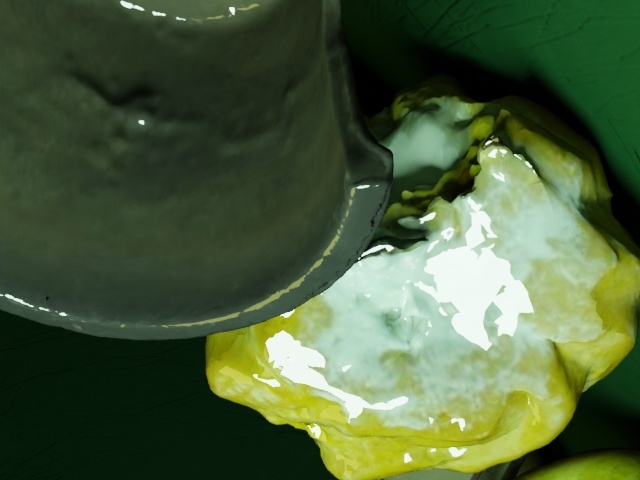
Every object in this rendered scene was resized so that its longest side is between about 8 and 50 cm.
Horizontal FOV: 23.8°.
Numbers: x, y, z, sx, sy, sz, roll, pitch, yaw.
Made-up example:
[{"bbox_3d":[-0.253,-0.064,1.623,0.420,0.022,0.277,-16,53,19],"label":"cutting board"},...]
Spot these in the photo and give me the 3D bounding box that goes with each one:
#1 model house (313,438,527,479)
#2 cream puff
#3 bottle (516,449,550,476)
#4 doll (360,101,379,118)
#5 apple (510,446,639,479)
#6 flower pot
[{"bbox_3d":[0.153,0.194,1.597,0.205,0.218,0.279,25,167,35],"label":"model house"},{"bbox_3d":[0.073,0.029,1.124,0.270,0.323,0.274,-76,-30,-74],"label":"cream puff"},{"bbox_3d":[0.230,0.337,1.918,0.171,0.171,0.351,41,166,32],"label":"bottle"},{"bbox_3d":[0.000,0.000,1.396,0.240,0.284,0.310,-4,140,18],"label":"doll"},{"bbox_3d":[0.259,0.356,1.388,0.339,0.339,0.339,45,169,11],"label":"apple"},{"bbox_3d":[-0.130,-0.147,0.931,0.379,0.251,0.379,7,137,6],"label":"flower pot"}]
